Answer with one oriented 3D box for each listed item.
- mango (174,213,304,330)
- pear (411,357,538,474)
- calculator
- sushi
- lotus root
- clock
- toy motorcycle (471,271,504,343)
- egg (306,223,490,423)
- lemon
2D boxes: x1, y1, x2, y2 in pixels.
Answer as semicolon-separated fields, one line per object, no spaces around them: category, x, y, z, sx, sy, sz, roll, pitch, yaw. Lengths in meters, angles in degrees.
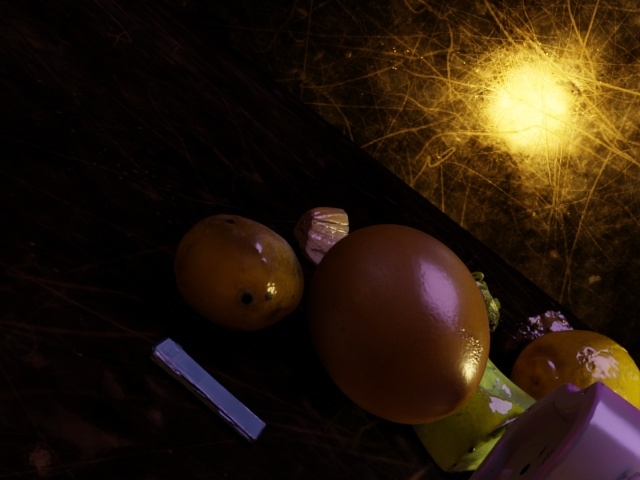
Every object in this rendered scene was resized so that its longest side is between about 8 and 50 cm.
mango;-0.114;0.053;1.177;0.329;0.175;0.177;61;15;-78
pear;0.270;0.286;1.411;0.292;0.159;0.292;35;14;-10
calculator;-0.141;0.187;0.974;0.172;0.018;0.057;40;17;1
sushi;0.602;0.307;2.090;0.213;0.204;0.200;-6;64;-17
lotus root;-0.001;-0.001;1.713;0.135;0.095;0.160;21;64;-38
clock;0.278;0.333;0.995;0.102;0.339;0.338;39;15;6
toy motorcycle;0.401;0.172;2.051;0.206;0.142;0.342;42;14;13
egg;0.124;0.130;1.254;0.282;0.283;0.351;28;21;-36
lemon;0.570;0.336;1.737;0.297;0.297;0.297;37;16;-12
